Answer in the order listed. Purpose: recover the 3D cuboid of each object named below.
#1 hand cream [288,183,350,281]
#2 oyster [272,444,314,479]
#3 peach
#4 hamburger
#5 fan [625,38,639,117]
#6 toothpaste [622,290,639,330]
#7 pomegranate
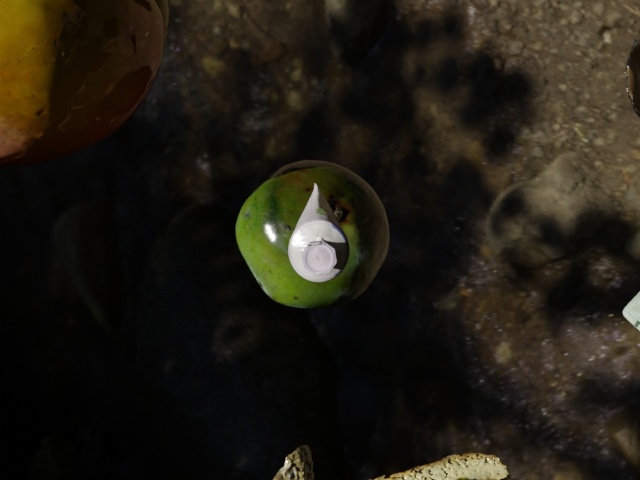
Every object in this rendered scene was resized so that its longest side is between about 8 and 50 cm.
[{"bbox_3d":[0.000,0.000,0.855,0.053,0.142,0.084,-2,102,2],"label":"hand cream"},{"bbox_3d":[-0.025,0.212,0.780,0.038,0.081,0.083,17,88,27],"label":"oyster"},{"bbox_3d":[-0.324,-0.216,0.938,0.333,0.308,0.307,-27,73,6],"label":"peach"},{"bbox_3d":[0.170,0.415,1.485,0.262,0.131,0.124,-14,68,-4],"label":"hamburger"},{"bbox_3d":[0.272,-0.133,0.640,0.008,0.152,0.226,-9,46,53],"label":"fan"},{"bbox_3d":[0.416,0.042,1.120,0.048,0.029,0.197,44,141,23],"label":"toothpaste"},{"bbox_3d":[-0.020,0.002,1.168,0.225,0.187,0.186,-34,68,61],"label":"pomegranate"}]
